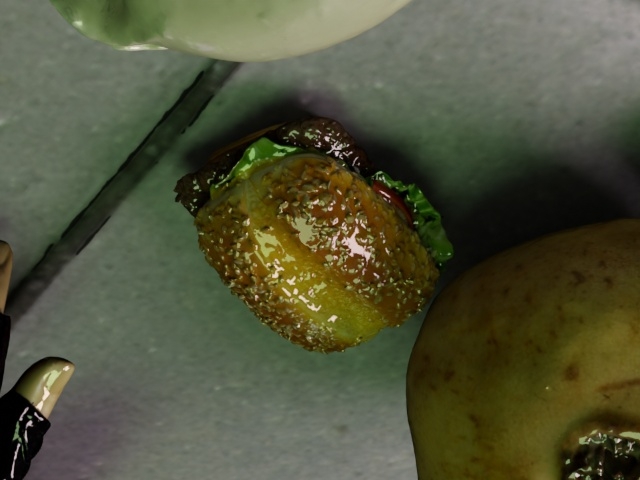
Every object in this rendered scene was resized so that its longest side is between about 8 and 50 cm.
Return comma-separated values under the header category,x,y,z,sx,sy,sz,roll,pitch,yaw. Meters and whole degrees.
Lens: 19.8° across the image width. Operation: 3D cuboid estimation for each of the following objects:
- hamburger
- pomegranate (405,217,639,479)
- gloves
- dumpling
category,x,y,z,sx,sy,sz,roll,pitch,yaw
hamburger,0.000,0.000,1.099,0.137,0.087,0.166,-27,132,19
pomegranate,0.178,0.103,1.119,0.260,0.260,0.260,-3,136,-3
gloves,-0.239,0.093,1.104,0.164,0.124,0.203,17,95,0
dumpling,-0.030,-0.171,0.896,0.250,0.162,0.132,-13,173,22
